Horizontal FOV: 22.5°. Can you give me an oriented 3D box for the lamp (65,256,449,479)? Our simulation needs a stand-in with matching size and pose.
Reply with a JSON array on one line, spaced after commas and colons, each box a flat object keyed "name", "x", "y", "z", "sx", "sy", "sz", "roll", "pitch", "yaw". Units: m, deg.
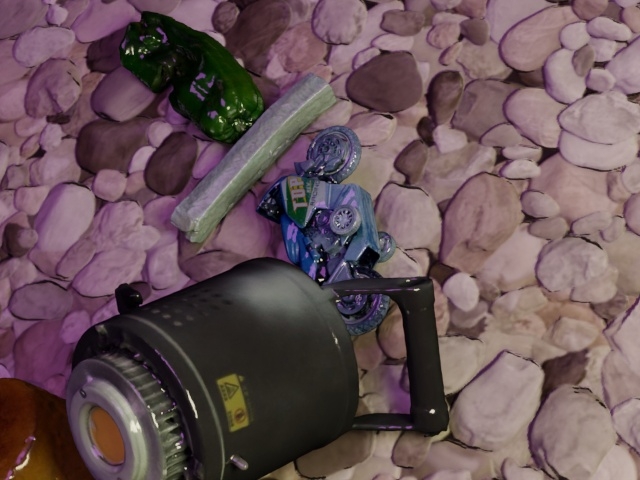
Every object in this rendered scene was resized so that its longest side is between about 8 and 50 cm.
[{"name": "lamp", "x": -0.100, "y": 0.146, "z": 1.555, "sx": 0.374, "sy": 0.205, "sz": 0.272, "roll": 2, "pitch": 20, "yaw": 27}]

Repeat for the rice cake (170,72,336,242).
[{"name": "rice cake", "x": -0.079, "y": -0.097, "z": 1.861, "sx": 0.245, "sy": 0.042, "sz": 0.045, "roll": -48, "pitch": 53, "yaw": -9}]

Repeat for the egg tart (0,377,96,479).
[{"name": "egg tart", "x": -0.309, "y": 0.241, "z": 1.670, "sx": 0.215, "sy": 0.171, "sz": 0.215, "roll": -17, "pitch": 48, "yaw": 20}]

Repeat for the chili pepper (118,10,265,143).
[{"name": "chili pepper", "x": -0.156, "y": -0.204, "z": 1.944, "sx": 0.099, "sy": 0.083, "sz": 0.253, "roll": -50, "pitch": 49, "yaw": 0}]

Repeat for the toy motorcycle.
[{"name": "toy motorcycle", "x": 0.000, "y": 0.000, "z": 1.736, "sx": 0.136, "sy": 0.092, "sz": 0.254, "roll": -22, "pitch": 62, "yaw": 22}]
